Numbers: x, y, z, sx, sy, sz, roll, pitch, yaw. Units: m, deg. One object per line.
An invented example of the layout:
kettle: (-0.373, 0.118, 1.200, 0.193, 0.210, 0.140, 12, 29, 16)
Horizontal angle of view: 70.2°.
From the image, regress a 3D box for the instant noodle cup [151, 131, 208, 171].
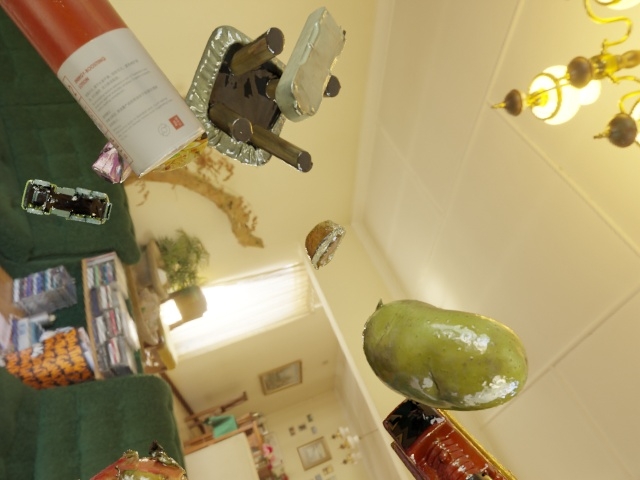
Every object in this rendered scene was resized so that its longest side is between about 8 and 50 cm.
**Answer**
instant noodle cup: (-0.314, -0.226, 0.907, 0.151, 0.151, 0.122, 108, -41, -68)

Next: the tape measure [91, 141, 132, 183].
tape measure: (-0.545, -0.214, 1.212, 0.118, 0.074, 0.125, -66, -171, -17)

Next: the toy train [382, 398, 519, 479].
toy train: (0.271, 0.467, 0.951, 0.231, 0.163, 0.369, 52, -7, -31)

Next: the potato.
potato: (0.185, 0.174, 0.700, 0.248, 0.143, 0.169, 2, -47, 33)

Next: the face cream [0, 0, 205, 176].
face cream: (-0.231, -0.184, 0.501, 0.214, 0.096, 0.096, 54, -9, -16)

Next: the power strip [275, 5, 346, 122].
power strip: (-0.014, -0.310, 0.808, 0.080, 0.048, 0.286, 44, 46, -35)

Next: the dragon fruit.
dragon fruit: (-0.401, 0.560, 0.910, 0.250, 0.291, 0.269, -13, -119, 52)

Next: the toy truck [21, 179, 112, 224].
toy truck: (-0.635, -0.095, 1.159, 0.116, 0.191, 0.085, -174, -85, -67)

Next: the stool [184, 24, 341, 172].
stool: (-0.150, -0.356, 1.172, 0.226, 0.310, 0.310, 20, -90, 44)

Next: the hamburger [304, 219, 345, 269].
hamburger: (-0.005, -0.001, 1.377, 0.102, 0.087, 0.176, 48, -44, 26)
